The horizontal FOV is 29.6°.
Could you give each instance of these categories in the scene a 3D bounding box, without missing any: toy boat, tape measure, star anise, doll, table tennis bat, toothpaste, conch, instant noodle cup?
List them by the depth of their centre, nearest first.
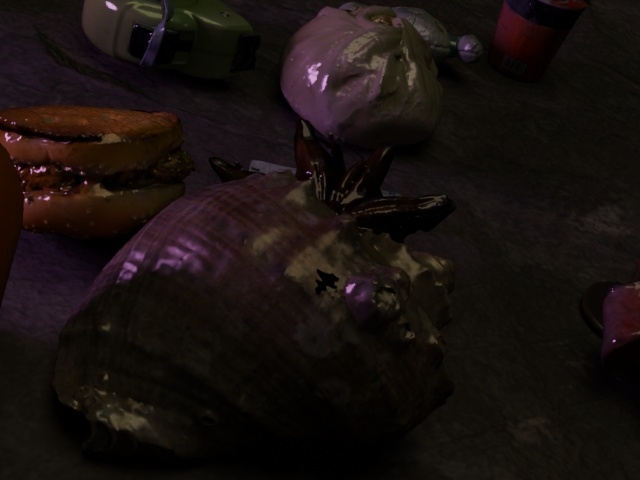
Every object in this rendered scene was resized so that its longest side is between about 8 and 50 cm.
[{"bbox_3d":[-0.047,0.045,1.012,0.352,0.210,0.297,-8,42,-35],"label":"conch"},{"bbox_3d":[0.372,0.180,1.172,0.206,0.096,0.282,21,41,-25],"label":"toy boat"},{"bbox_3d":[0.000,0.000,1.217,0.272,0.102,0.271,3,62,-5],"label":"star anise"},{"bbox_3d":[0.364,0.033,1.325,0.108,0.119,0.170,27,36,9],"label":"table tennis bat"},{"bbox_3d":[0.015,-0.055,1.345,0.197,0.029,0.048,14,32,-5],"label":"toothpaste"},{"bbox_3d":[-0.197,-0.273,1.465,0.175,0.106,0.200,-9,42,-41],"label":"tape measure"},{"bbox_3d":[0.122,-0.285,1.682,0.214,0.071,0.103,17,21,9],"label":"doll"},{"bbox_3d":[0.306,-0.308,1.747,0.127,0.135,0.127,14,34,-10],"label":"instant noodle cup"}]

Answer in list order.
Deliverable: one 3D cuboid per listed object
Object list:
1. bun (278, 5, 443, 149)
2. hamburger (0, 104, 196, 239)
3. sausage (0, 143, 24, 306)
[{"bbox_3d":[0.059,-0.214,1.498,0.231,0.133,0.231,14,32,-9],"label":"bun"},{"bbox_3d":[-0.210,-0.066,1.136,0.182,0.117,0.191,19,24,39],"label":"hamburger"},{"bbox_3d":[-0.343,0.039,0.853,0.233,0.233,0.287,12,34,-12],"label":"sausage"}]
